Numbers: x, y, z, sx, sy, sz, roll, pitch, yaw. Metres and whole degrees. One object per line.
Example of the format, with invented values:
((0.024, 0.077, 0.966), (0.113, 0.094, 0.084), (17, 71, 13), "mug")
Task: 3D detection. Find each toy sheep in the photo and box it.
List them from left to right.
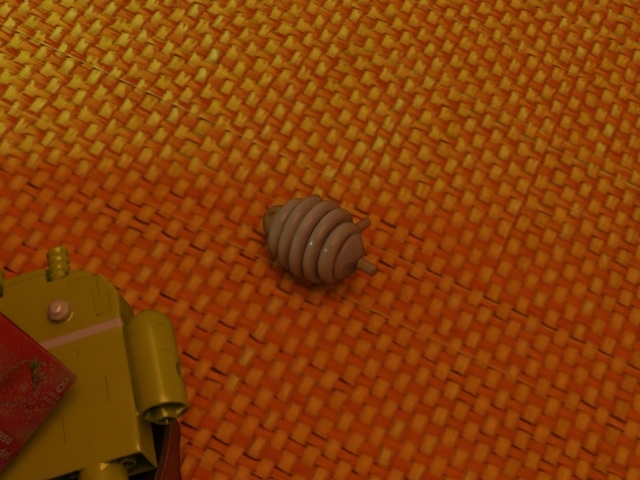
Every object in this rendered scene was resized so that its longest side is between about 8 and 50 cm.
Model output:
((0.000, 0.000, 1.249), (0.132, 0.091, 0.091), (22, 54, 25), "toy sheep")

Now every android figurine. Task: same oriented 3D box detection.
((-0.234, 0.130, 1.095), (0.248, 0.056, 0.272), (-16, 60, 6), "android figurine")

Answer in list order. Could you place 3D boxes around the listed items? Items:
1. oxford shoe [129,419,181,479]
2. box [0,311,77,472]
((-0.136, 0.239, 1.087), (0.076, 0.076, 0.212), (27, 47, -31), "oxford shoe")
((-0.333, 0.066, 0.947), (0.154, 0.300, 0.142), (32, 78, 30), "box")
